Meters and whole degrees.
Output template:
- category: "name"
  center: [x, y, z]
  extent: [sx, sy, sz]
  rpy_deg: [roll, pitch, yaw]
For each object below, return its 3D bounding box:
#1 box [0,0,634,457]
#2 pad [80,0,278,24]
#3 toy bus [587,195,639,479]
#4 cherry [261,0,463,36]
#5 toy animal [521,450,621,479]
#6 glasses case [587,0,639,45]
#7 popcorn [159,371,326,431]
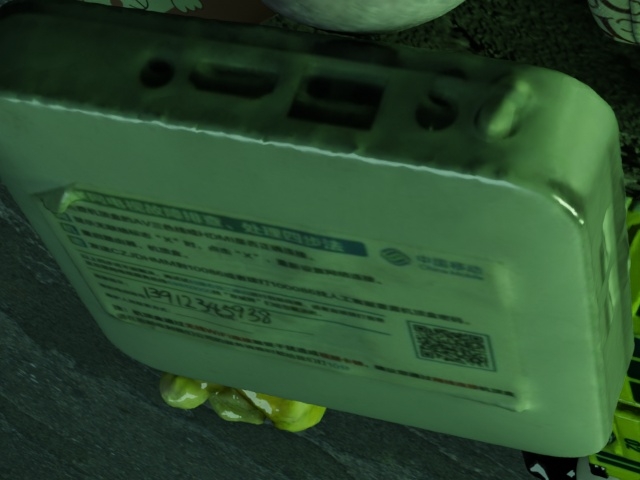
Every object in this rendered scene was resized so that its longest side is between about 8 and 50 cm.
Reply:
- category: "box"
  center: [0.001, -0.001, 1.102]
  extent: [0.395, 0.111, 0.396]
  rpy_deg: [10, 154, 17]
- category: "pad"
  center: [-0.170, -0.212, 1.360]
  extent: [0.202, 0.005, 0.299]
  rpy_deg: [40, 154, -20]
- category: "toy bus"
  center: [0.266, 0.092, 1.316]
  extent: [0.150, 0.128, 0.262]
  rpy_deg: [15, 150, 29]
- category: "cherry"
  center: [0.021, -0.220, 0.924]
  extent: [0.266, 0.184, 0.213]
  rpy_deg: [-8, 138, 33]
- category: "toy animal"
  center: [0.284, 0.213, 1.511]
  extent: [0.166, 0.138, 0.179]
  rpy_deg: [18, 163, -12]
- category: "glasses case"
  center: [0.157, -0.237, 0.804]
  extent: [0.085, 0.137, 0.355]
  rpy_deg: [11, 151, 21]
- category: "popcorn"
  center: [-0.021, 0.043, 1.414]
  extent: [0.259, 0.259, 0.212]
  rpy_deg: [22, -175, 17]
